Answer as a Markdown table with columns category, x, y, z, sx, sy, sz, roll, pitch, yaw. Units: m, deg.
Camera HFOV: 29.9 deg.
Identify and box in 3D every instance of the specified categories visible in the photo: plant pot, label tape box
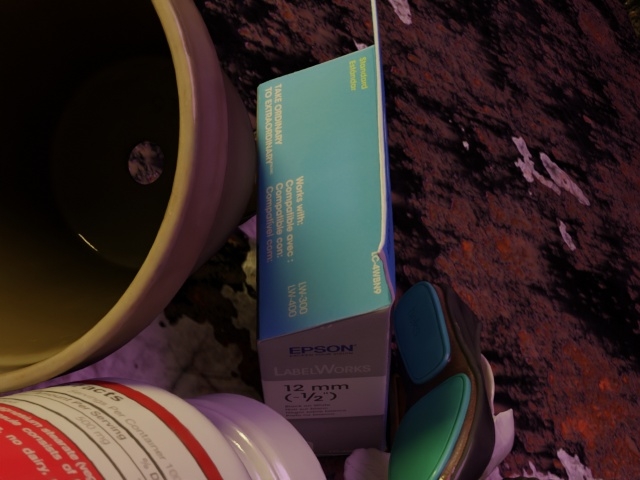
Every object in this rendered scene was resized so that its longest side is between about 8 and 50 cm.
| category | x | y | z | sx | sy | sz | roll | pitch | yaw |
| --- | --- | --- | --- | --- | --- | --- | --- | --- | --- |
| plant pot | -0.180 | -0.063 | 0.857 | 0.323 | 0.323 | 0.280 | 64 | 16 | 9 |
| label tape box | 0.000 | 0.000 | 0.995 | 0.347 | 0.115 | 0.249 | 85 | 3 | -58 |

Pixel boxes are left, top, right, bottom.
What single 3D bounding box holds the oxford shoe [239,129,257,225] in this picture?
| category | x | y | z | sx | sy | sz | roll | pitch | yaw |
| --- | --- | --- | --- | --- | --- | --- | --- | --- | --- |
| oxford shoe | -0.035 | -0.084 | 1.232 | 0.083 | 0.096 | 0.227 | 52 | 31 | -7 |

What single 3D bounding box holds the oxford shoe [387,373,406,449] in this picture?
| category | x | y | z | sx | sy | sz | roll | pitch | yaw |
| --- | --- | --- | --- | --- | --- | --- | --- | --- | --- |
| oxford shoe | 0.106 | 0.169 | 1.151 | 0.212 | 0.076 | 0.076 | 41 | 47 | -69 |

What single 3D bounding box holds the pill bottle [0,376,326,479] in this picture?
| category | x | y | z | sx | sy | sz | roll | pitch | yaw |
| --- | --- | --- | --- | --- | --- | --- | --- | --- | --- |
| pill bottle | -0.173 | 0.203 | 0.671 | 0.408 | 0.229 | 0.229 | -6 | 68 | -56 |

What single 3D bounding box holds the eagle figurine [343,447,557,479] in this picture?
| category | x | y | z | sx | sy | sz | roll | pitch | yaw |
| --- | --- | --- | --- | --- | --- | --- | --- | --- | --- |
| eagle figurine | 0.157 | 0.292 | 0.986 | 0.225 | 0.298 | 0.226 | 45 | 43 | -42 |

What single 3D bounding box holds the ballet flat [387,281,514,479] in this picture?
| category | x | y | z | sx | sy | sz | roll | pitch | yaw |
| --- | --- | --- | --- | --- | --- | --- | --- | --- | --- |
| ballet flat | 0.117 | 0.139 | 1.016 | 0.096 | 0.095 | 0.280 | 37 | 31 | -20 |
